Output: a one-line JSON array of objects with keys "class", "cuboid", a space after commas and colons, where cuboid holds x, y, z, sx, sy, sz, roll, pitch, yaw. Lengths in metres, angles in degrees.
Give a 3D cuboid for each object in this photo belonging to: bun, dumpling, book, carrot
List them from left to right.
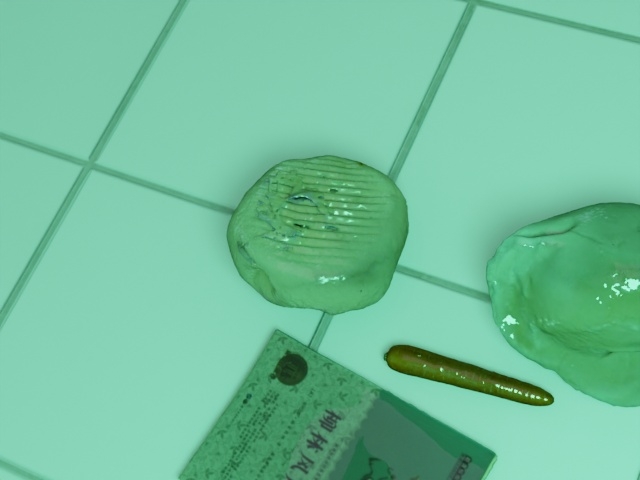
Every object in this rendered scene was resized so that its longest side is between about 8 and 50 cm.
[{"class": "bun", "cuboid": [-0.003, -0.004, 1.616, 0.273, 0.168, 0.272, -1, 55, 1]}, {"class": "book", "cuboid": [0.021, 0.318, 1.526, 0.379, 0.031, 0.264, 26, 74, 22]}, {"class": "carrot", "cuboid": [0.208, 0.193, 1.541, 0.248, 0.043, 0.043, 15, 69, 16]}, {"class": "dumpling", "cuboid": [0.401, 0.065, 1.469, 0.321, 0.212, 0.269, 11, 70, 28]}]
